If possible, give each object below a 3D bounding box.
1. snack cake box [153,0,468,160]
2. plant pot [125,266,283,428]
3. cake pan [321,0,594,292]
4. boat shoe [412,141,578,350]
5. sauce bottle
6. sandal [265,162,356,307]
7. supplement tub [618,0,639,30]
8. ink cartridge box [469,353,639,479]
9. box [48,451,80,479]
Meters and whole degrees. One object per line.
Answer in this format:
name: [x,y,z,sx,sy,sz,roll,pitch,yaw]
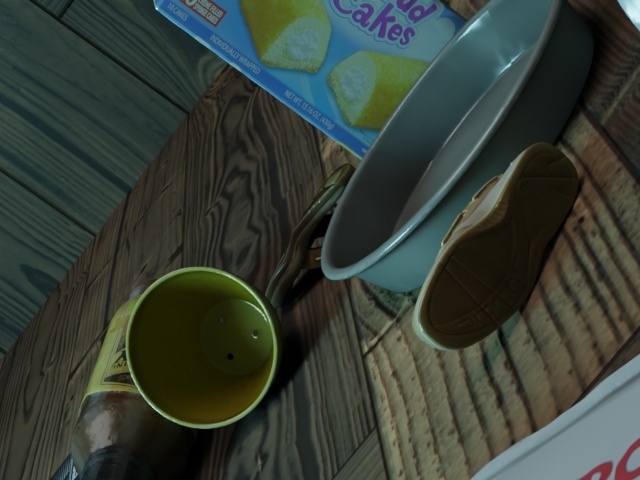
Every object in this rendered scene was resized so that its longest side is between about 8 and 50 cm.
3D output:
snack cake box: [0.006,-0.187,1.665,0.152,0.264,0.089,-53,13,8]
plant pot: [-0.085,0.086,1.648,0.134,0.134,0.095,-51,-12,14]
cake pan: [0.108,-0.078,1.495,0.293,0.054,0.293,-50,14,17]
boat shoe: [0.109,0.011,1.265,0.170,0.063,0.059,-51,7,-29]
sauce bottle: [-0.159,0.159,1.728,0.111,0.111,0.344,-48,16,25]
sandal: [0.000,0.000,1.714,0.180,0.049,0.072,-63,-1,41]
supplement tub: [0.259,-0.189,1.035,0.199,0.144,0.144,-41,18,44]
ink cartridge box: [0.074,0.245,0.537,0.285,0.166,0.395,-42,19,43]
box: [-0.253,0.311,1.777,0.216,0.060,0.270,-53,13,10]
